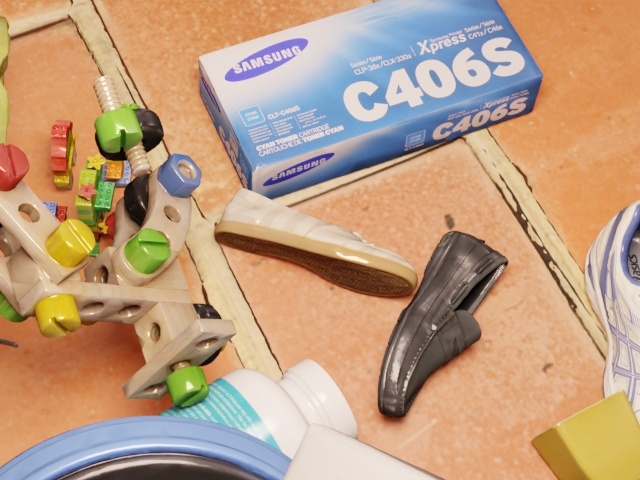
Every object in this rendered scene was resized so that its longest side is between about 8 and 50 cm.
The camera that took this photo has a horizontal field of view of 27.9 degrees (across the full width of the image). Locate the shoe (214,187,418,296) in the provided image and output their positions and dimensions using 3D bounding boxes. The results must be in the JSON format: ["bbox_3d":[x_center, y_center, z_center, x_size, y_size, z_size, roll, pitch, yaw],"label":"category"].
[{"bbox_3d":[0.000,0.000,1.334,0.219,0.076,0.058,17,66,8],"label":"shoe"}]

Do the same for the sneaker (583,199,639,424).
[{"bbox_3d":[0.336,0.098,1.270,0.112,0.131,0.296,-9,63,-11],"label":"sneaker"}]

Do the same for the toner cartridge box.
[{"bbox_3d":[0.055,-0.174,1.437,0.348,0.075,0.165,-20,62,-14],"label":"toner cartridge box"}]

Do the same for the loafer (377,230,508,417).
[{"bbox_3d":[0.123,0.085,1.293,0.078,0.076,0.223,20,57,17],"label":"loafer"}]

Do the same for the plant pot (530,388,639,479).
[{"bbox_3d":[0.266,0.204,1.238,0.081,0.081,0.083,-24,77,-16],"label":"plant pot"}]

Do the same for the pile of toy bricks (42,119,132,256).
[{"bbox_3d":[-0.236,-0.034,1.322,0.118,0.105,0.212,2,61,-3],"label":"pile of toy bricks"}]

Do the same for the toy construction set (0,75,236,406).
[{"bbox_3d":[-0.222,0.056,1.136,0.309,0.257,0.237,-26,72,11],"label":"toy construction set"}]

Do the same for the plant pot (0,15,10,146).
[{"bbox_3d":[-0.446,-0.144,1.304,0.254,0.276,0.276,2,60,-16],"label":"plant pot"}]

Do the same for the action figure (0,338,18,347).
[{"bbox_3d":[-0.412,0.152,1.188,0.164,0.141,0.276,33,65,27],"label":"action figure"}]

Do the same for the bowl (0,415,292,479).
[{"bbox_3d":[-0.134,0.338,1.030,0.391,0.077,0.391,0,89,-14],"label":"bowl"}]

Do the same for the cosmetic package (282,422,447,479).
[{"bbox_3d":[0.141,0.371,0.852,0.394,0.327,0.329,17,79,54],"label":"cosmetic package"}]

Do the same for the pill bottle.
[{"bbox_3d":[-0.098,0.212,1.168,0.264,0.146,0.146,-31,67,-18],"label":"pill bottle"}]
